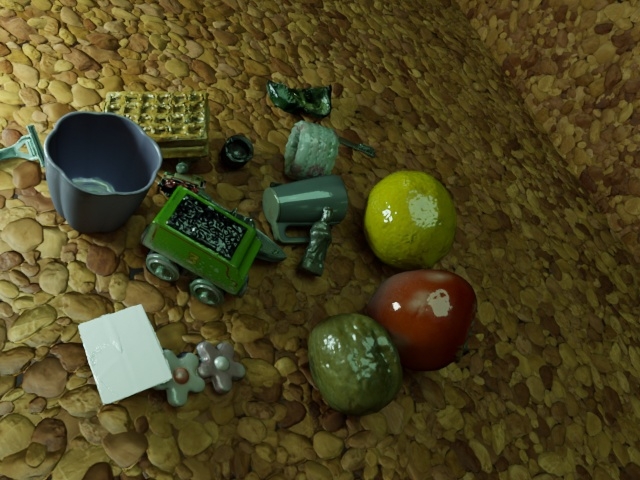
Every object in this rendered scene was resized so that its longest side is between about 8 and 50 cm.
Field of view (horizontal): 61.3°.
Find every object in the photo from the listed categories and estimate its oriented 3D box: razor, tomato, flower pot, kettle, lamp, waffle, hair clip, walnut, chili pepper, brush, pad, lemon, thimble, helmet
[{"bbox_3d":[-0.844,-0.205,1.355,0.277,0.056,0.111,-25,109,-35],"label":"razor"},{"bbox_3d":[0.289,0.222,1.570,0.321,0.321,0.322,16,51,-21],"label":"tomato"},{"bbox_3d":[-0.551,-0.149,1.360,0.265,0.243,0.265,15,52,-19],"label":"flower pot"},{"bbox_3d":[-0.051,-0.093,1.716,0.243,0.160,0.211,-10,93,-29],"label":"kettle"},{"bbox_3d":[-0.401,-0.252,1.620,0.091,0.091,0.163,20,42,-18],"label":"lamp"},{"bbox_3d":[-0.475,-0.338,1.571,0.307,0.091,0.213,-2,57,-5],"label":"waffle"},{"bbox_3d":[-0.298,0.317,1.304,0.257,0.075,0.146,-6,57,-40],"label":"hair clip"},{"bbox_3d":[0.090,0.320,1.423,0.227,0.283,0.283,5,52,-60],"label":"walnut"},{"bbox_3d":[-0.087,-0.526,2.019,0.264,0.116,0.148,4,68,-29],"label":"chili pepper"},{"bbox_3d":[0.133,-0.371,2.085,0.190,0.027,0.034,20,48,-17],"label":"brush"},{"bbox_3d":[-0.449,0.252,1.236,0.156,0.004,0.232,-18,52,-25],"label":"pad"},{"bbox_3d":[0.290,-0.066,1.781,0.336,0.336,0.336,16,51,-21],"label":"lemon"},{"bbox_3d":[-0.034,-0.292,1.831,0.149,0.185,0.211,14,87,-21],"label":"thimble"},{"bbox_3d":[-0.274,-0.278,1.739,0.098,0.070,0.123,38,40,-11],"label":"helmet"}]

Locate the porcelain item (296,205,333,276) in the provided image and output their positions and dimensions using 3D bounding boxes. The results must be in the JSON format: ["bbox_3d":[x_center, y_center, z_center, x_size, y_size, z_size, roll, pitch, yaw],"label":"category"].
[{"bbox_3d":[0.000,0.000,1.648,0.081,0.069,0.216,24,76,-23],"label":"porcelain item"}]

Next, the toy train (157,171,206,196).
[{"bbox_3d":[-0.406,-0.162,1.591,0.137,0.050,0.087,16,47,-20],"label":"toy train"}]

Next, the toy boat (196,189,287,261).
[{"bbox_3d":[-0.230,-0.027,1.557,0.319,0.092,0.141,33,19,-19],"label":"toy boat"}]

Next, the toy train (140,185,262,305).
[{"bbox_3d":[-0.303,0.023,1.387,0.307,0.249,0.173,31,49,-10],"label":"toy train"}]
